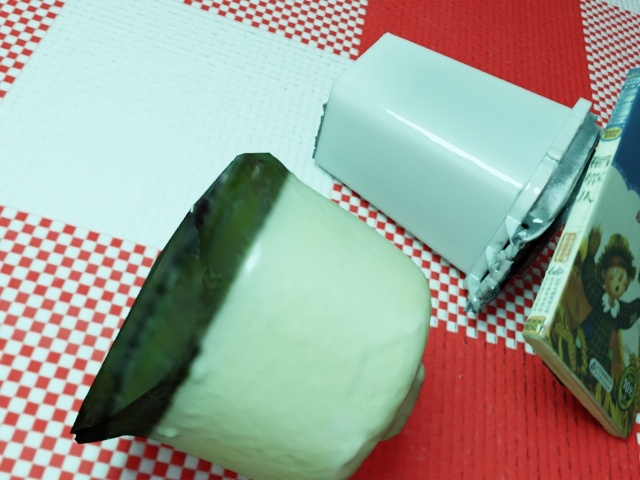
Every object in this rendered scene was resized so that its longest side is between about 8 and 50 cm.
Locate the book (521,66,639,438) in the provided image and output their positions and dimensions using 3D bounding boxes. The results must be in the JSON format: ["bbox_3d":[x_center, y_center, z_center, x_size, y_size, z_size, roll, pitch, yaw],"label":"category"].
[{"bbox_3d":[0.425,0.018,0.876,0.300,0.039,0.428,42,67,-33],"label":"book"}]

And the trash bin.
[{"bbox_3d":[0.181,-0.114,0.931,0.367,0.256,0.296,32,56,11],"label":"trash bin"}]

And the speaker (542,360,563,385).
[{"bbox_3d":[0.416,0.151,0.952,0.191,0.040,0.046,-22,65,-28],"label":"speaker"}]

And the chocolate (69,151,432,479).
[{"bbox_3d":[-0.026,0.105,0.663,0.296,0.326,0.314,29,98,4],"label":"chocolate"}]
